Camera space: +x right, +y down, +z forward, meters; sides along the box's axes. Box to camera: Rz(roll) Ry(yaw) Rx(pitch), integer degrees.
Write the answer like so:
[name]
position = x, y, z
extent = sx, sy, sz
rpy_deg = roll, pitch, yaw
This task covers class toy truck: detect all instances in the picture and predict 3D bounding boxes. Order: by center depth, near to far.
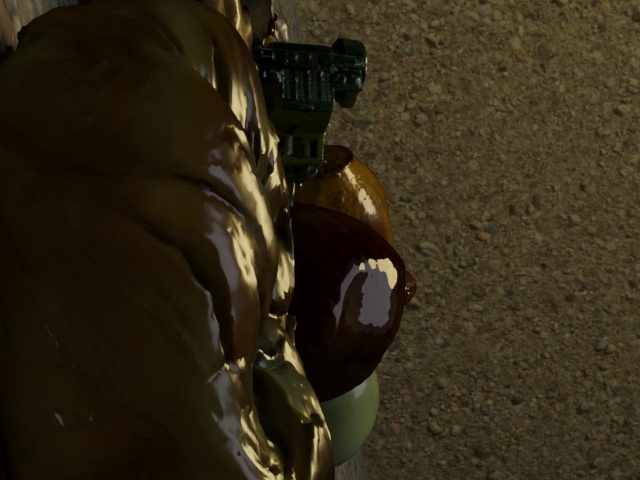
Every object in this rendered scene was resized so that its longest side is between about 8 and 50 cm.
[toy truck]
position = -0.044, -0.088, 1.523
extent = 0.259, 0.128, 0.135
rpy_deg = 132, -43, -62

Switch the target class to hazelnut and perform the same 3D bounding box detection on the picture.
[hazelnut]
position = -0.020, 0.048, 1.695
extent = 0.234, 0.218, 0.218
rpy_deg = 75, 9, -64

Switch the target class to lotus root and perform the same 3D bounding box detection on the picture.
[lotus root]
position = -0.002, -0.007, 2.189
extent = 0.291, 0.193, 0.193
rpy_deg = 87, 0, -51

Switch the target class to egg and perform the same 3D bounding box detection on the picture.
[egg]
position = -0.003, 0.193, 2.067
extent = 0.149, 0.149, 0.192
rpy_deg = -89, -179, -64

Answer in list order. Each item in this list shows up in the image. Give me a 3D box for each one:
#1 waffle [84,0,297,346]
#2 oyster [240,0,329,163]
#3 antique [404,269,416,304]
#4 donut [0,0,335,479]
[waffle]
position = -0.096, -0.018, 1.320
extent = 0.261, 0.114, 0.376
rpy_deg = -92, 174, -56
[oyster]
position = -0.076, -0.239, 1.879
extent = 0.198, 0.133, 0.337
rpy_deg = 60, 21, -75
[antique]
position = 0.011, 0.064, 1.973
extent = 0.093, 0.087, 0.310
rpy_deg = 46, 20, 17
[donut]
position = -0.088, 0.037, 0.981
extent = 0.360, 0.170, 0.360
rpy_deg = -8, 90, -85
